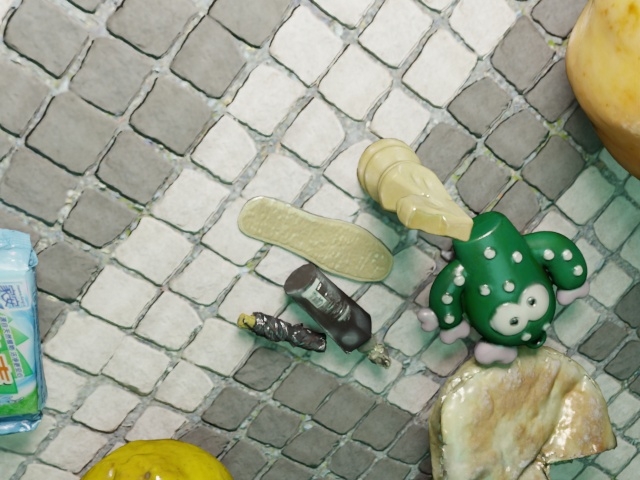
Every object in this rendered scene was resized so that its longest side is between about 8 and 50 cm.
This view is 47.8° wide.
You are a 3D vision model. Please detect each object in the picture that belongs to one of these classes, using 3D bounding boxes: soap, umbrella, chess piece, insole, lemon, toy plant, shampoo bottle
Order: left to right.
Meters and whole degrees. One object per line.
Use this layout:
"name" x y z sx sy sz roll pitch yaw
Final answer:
"soap" -0.430 0.121 0.905 0.156 0.077 0.293 -2 117 -16
"lemon" -0.231 0.433 1.025 0.285 0.285 0.316 -30 141 -1
"umbrella" -0.054 0.132 1.047 0.144 0.040 0.037 22 101 -29
"insole" 0.000 0.000 1.012 0.248 0.011 0.081 21 109 -25
"shampoo bottle" 0.033 0.117 1.052 0.057 0.063 0.207 -36 121 14
"chess piece" 0.116 -0.057 0.908 0.090 0.200 0.090 -7 117 -14
"toy plant" 0.277 0.076 1.077 0.243 0.112 0.232 30 103 -22

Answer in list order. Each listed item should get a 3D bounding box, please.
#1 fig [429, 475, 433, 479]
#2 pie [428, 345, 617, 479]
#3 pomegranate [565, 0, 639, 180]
"fig" 0.221 0.461 1.278 0.259 0.151 0.151 -25 127 34
"pie" 0.320 0.311 1.166 0.338 0.075 0.337 3 80 -16
"pomegranate" 0.502 -0.235 0.850 0.412 0.411 0.411 -7 118 -13
